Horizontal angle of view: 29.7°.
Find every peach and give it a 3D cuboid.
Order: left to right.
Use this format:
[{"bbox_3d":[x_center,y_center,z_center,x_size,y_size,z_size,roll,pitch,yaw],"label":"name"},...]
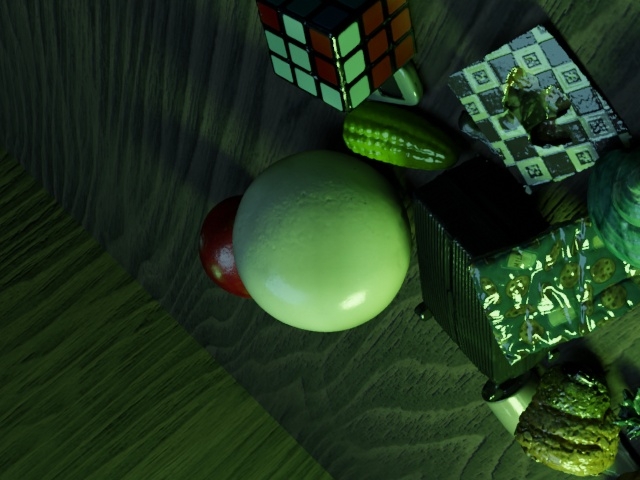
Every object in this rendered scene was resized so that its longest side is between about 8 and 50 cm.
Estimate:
[{"bbox_3d":[-0.150,0.020,2.562,0.243,0.199,0.243,41,165,14],"label":"peach"}]

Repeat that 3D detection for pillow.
[{"bbox_3d":[0.351,0.057,1.709,0.034,0.256,0.189,-104,-12,-64],"label":"pillow"},{"bbox_3d":[0.498,0.351,2.172,0.130,0.033,0.217,-1,127,57],"label":"pillow"}]

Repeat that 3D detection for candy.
[{"bbox_3d":[0.132,-0.160,1.914,0.209,0.097,0.096,23,148,35],"label":"candy"}]

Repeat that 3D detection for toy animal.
[{"bbox_3d":[0.261,-0.151,1.729,0.136,0.065,0.047,33,158,2],"label":"toy animal"}]

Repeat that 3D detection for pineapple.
[{"bbox_3d":[0.569,0.313,1.916,0.221,0.083,0.103,29,167,36],"label":"pineapple"}]

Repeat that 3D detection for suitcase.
[{"bbox_3d":[0.260,0.060,1.908,0.229,0.152,0.335,49,163,35],"label":"suitcase"}]

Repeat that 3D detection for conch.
[{"bbox_3d":[0.417,-0.049,1.523,0.196,0.134,0.202,29,155,21],"label":"conch"}]

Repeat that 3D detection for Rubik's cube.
[{"bbox_3d":[0.025,-0.311,1.760,0.162,0.160,0.163,32,154,31],"label":"Rubik's cube"}]

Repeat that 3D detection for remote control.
[{"bbox_3d":[0.050,-0.271,1.944,0.309,0.038,0.090,19,145,48],"label":"remote control"}]

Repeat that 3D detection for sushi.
[{"bbox_3d":[0.298,-0.182,1.631,0.193,0.040,0.210,-26,110,44],"label":"sushi"}]

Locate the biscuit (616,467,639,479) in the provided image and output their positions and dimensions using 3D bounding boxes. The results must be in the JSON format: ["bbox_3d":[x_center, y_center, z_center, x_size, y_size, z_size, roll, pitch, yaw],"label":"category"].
[{"bbox_3d":[0.657,0.525,2.049,0.359,0.074,0.381,10,133,41],"label":"biscuit"}]

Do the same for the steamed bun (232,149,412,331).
[{"bbox_3d":[0.000,0.000,2.109,0.324,0.324,0.206,43,-176,11],"label":"steamed bun"}]

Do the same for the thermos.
[{"bbox_3d":[0.391,0.321,2.237,0.193,0.105,0.137,52,-167,-19],"label":"thermos"}]

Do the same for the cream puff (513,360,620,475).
[{"bbox_3d":[0.426,0.283,2.027,0.183,0.183,0.169,27,113,41],"label":"cream puff"}]
